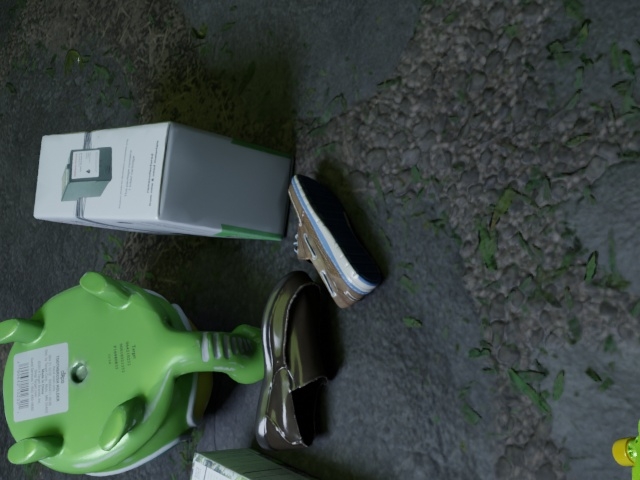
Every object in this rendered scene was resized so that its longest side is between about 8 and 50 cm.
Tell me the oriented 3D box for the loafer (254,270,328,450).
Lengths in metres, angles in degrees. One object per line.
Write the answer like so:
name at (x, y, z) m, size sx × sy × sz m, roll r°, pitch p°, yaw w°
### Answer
loafer at (-0.021, 0.146, 1.047) m, size 0.078 × 0.080 × 0.220 m, roll 7°, pitch 94°, yaw 36°

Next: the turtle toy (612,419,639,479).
turtle toy at (0.302, 0.183, 0.740) m, size 0.095 × 0.066 × 0.130 m, roll 144°, pitch 126°, yaw -60°

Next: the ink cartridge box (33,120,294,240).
ink cartridge box at (-0.213, -0.072, 1.167) m, size 0.289 × 0.211 × 0.121 m, roll 2°, pitch 85°, yaw 44°

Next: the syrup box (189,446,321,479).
syrup box at (-0.048, 0.322, 1.016) m, size 0.237 × 0.096 × 0.093 m, roll 11°, pitch 92°, yaw 43°

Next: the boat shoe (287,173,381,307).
boat shoe at (0.000, 0.000, 1.054) m, size 0.066 × 0.066 × 0.183 m, roll -47°, pitch 54°, yaw 28°

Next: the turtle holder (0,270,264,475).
turtle holder at (-0.236, 0.160, 1.126) m, size 0.320 × 0.227 × 0.243 m, roll -42°, pitch 62°, yaw 8°
